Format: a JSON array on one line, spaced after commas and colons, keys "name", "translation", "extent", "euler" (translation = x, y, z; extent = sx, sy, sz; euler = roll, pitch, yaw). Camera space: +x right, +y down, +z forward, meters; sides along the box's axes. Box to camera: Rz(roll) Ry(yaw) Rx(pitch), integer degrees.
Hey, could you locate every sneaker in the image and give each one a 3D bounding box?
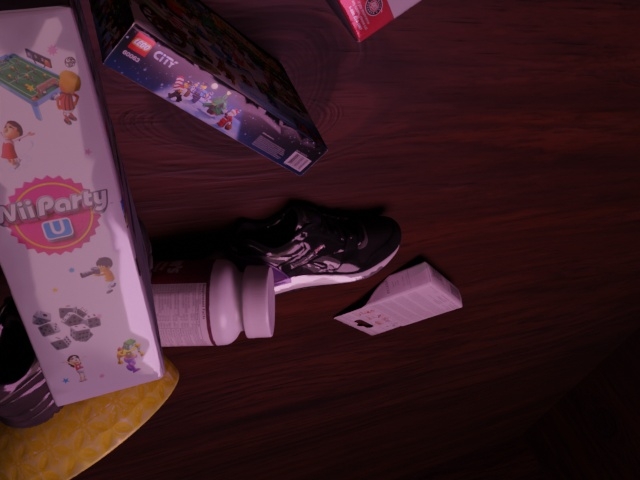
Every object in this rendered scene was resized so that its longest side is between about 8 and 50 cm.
[{"name": "sneaker", "translation": [-0.300, 0.079, 0.670], "extent": [0.130, 0.109, 0.286], "euler": [81, 31, -64]}, {"name": "sneaker", "translation": [0.000, 0.000, 0.875], "extent": [0.283, 0.107, 0.124], "euler": [-16, 138, -14]}]

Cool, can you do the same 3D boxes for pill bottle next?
[{"name": "pill bottle", "translation": [-0.178, 0.087, 0.797], "extent": [0.221, 0.121, 0.121], "euler": [-2, 142, 1]}]

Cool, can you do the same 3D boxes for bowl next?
[{"name": "bowl", "translation": [-0.372, 0.213, 0.831], "extent": [0.289, 0.289, 0.156], "euler": [-28, 101, 2]}]

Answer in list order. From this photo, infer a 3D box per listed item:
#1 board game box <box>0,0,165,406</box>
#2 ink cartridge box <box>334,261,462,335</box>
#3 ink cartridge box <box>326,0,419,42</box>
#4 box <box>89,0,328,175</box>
[{"name": "board game box", "translation": [-0.219, -0.052, 0.491], "extent": [0.097, 0.224, 0.303], "euler": [-13, 121, -16]}, {"name": "ink cartridge box", "translation": [0.163, 0.130, 1.201], "extent": [0.224, 0.056, 0.181], "euler": [-21, 149, 26]}, {"name": "ink cartridge box", "translation": [0.061, -0.302, 0.508], "extent": [0.176, 0.127, 0.128], "euler": [-32, 144, 8]}, {"name": "box", "translation": [-0.104, -0.170, 0.543], "extent": [0.044, 0.159, 0.233], "euler": [-40, 143, 21]}]
